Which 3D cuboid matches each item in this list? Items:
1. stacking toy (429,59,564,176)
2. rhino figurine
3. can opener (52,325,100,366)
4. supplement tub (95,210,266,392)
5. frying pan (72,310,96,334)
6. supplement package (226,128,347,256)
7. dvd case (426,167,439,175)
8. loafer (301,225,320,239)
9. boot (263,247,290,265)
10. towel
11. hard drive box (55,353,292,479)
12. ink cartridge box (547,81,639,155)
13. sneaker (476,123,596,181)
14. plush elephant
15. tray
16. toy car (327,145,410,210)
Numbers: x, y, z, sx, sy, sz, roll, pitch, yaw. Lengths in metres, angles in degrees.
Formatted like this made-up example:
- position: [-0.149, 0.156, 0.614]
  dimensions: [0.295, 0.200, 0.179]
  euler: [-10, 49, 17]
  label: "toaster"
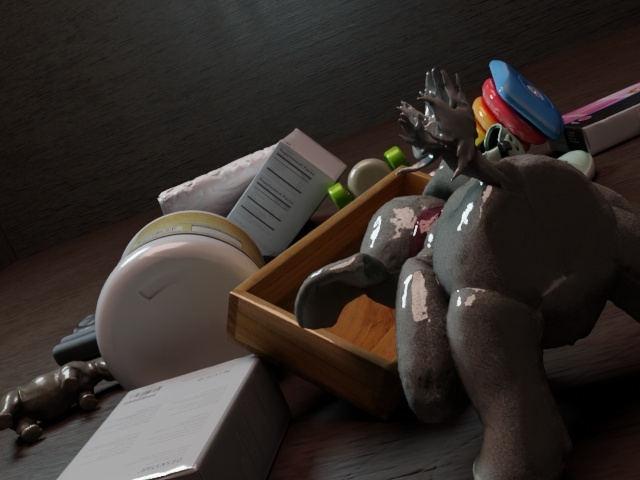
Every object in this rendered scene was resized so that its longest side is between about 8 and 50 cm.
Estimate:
- position: [0.311, -0.184, 1.534]
  dimensions: [0.302, 0.166, 0.175]
  euler: [-46, 19, 27]
  label: "stacking toy"
- position: [-0.386, 0.227, 1.214]
  dimensions: [0.243, 0.073, 0.106]
  euler: [-26, 16, -22]
  label: "rhino figurine"
- position: [-0.383, 0.157, 1.477]
  dimensions: [0.280, 0.093, 0.074]
  euler: [-24, 13, 14]
  label: "can opener"
- position: [-0.183, 0.080, 1.104]
  dimensions: [0.228, 0.228, 0.316]
  euler: [-23, 13, -2]
  label: "supplement tub"
- position: [-0.384, 0.152, 1.590]
  dimensions: [0.326, 0.053, 0.197]
  euler: [-17, 14, 37]
  label: "frying pan"
- position: [-0.077, -0.080, 1.563]
  dimensions: [0.244, 0.134, 0.139]
  euler: [-53, 2, 23]
  label: "supplement package"
- position: [0.284, -0.152, 1.752]
  dimensions: [0.087, 0.013, 0.119]
  euler: [-28, 15, -22]
  label: "dvd case"
- position: [0.000, 0.000, 1.529]
  dimensions: [0.056, 0.050, 0.148]
  euler: [-30, 14, -29]
  label: "loafer"
- position: [-0.101, 0.062, 1.431]
  dimensions: [0.198, 0.077, 0.137]
  euler: [-15, 2, -33]
  label: "boot"
- position: [-0.175, -0.076, 1.734]
  dimensions: [0.332, 0.053, 0.317]
  euler: [-25, -26, -12]
  label: "towel"
- position: [-0.147, 0.220, 0.784]
  dimensions: [0.181, 0.089, 0.232]
  euler: [-19, 13, 16]
  label: "hard drive box"
- position: [0.634, -0.263, 1.503]
  dimensions: [0.371, 0.069, 0.176]
  euler: [-21, 12, -5]
  label: "ink cartridge box"
- position: [0.342, -0.132, 1.251]
  dimensions: [0.256, 0.151, 0.094]
  euler: [-29, 12, -32]
  label: "sneaker"
- position: [0.132, 0.036, 0.695]
  dimensions: [0.272, 0.330, 0.255]
  euler: [-35, 1, -19]
  label: "plush elephant"
- position: [0.091, 0.038, 0.955]
  dimensions: [0.203, 0.076, 0.411]
  euler: [23, 36, 23]
  label: "tray"
- position: [0.111, -0.084, 1.519]
  dimensions: [0.155, 0.149, 0.188]
  euler: [-33, 1, 1]
  label: "toy car"
